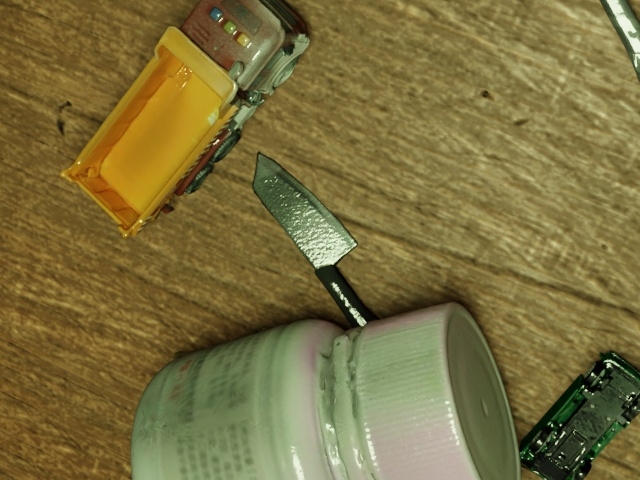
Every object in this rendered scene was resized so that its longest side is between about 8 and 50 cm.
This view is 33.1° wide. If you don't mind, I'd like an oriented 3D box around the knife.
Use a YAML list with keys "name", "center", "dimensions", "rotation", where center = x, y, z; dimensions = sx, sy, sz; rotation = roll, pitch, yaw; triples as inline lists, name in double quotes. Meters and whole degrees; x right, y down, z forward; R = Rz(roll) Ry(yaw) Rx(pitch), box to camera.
- name: "knife"
  center: [0.000, 0.000, 1.137]
  dimensions: [0.060, 0.028, 0.230]
  rotation: [-38, 86, 8]

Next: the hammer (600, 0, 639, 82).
- name: "hammer"
  center: [0.287, -0.180, 1.005]
  dimensions: [0.152, 0.044, 0.427]
  rotation: [-26, 94, 19]

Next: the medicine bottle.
- name: "medicine bottle"
  center: [0.009, 0.200, 1.048]
  dimensions: [0.325, 0.256, 0.256]
  rotation: [-19, 95, 20]

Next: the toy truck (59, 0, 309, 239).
- name: "toy truck"
  center: [-0.134, -0.137, 1.085]
  dimensions: [0.114, 0.135, 0.270]
  rotation: [43, 110, 5]

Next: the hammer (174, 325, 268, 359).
- name: "hammer"
  center: [-0.108, 0.119, 1.195]
  dimensions: [0.123, 0.014, 0.029]
  rotation: [-12, 89, 20]

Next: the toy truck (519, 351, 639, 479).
- name: "toy truck"
  center: [0.262, 0.179, 1.064]
  dimensions: [0.065, 0.079, 0.147]
  rotation: [38, 110, 7]
